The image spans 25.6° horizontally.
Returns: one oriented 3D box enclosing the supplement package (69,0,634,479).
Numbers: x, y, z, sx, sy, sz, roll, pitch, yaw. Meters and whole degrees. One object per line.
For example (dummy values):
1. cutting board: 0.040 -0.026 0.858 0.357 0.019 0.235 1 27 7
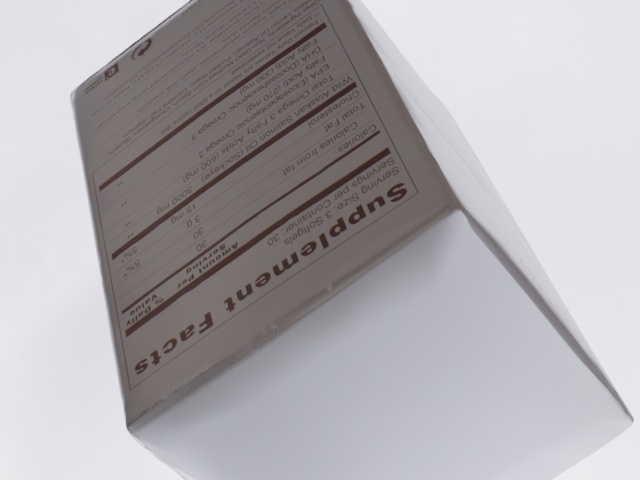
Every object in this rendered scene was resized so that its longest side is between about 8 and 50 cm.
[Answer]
1. supplement package: 0.000 0.000 0.438 0.105 0.105 0.179 -35 -143 10
